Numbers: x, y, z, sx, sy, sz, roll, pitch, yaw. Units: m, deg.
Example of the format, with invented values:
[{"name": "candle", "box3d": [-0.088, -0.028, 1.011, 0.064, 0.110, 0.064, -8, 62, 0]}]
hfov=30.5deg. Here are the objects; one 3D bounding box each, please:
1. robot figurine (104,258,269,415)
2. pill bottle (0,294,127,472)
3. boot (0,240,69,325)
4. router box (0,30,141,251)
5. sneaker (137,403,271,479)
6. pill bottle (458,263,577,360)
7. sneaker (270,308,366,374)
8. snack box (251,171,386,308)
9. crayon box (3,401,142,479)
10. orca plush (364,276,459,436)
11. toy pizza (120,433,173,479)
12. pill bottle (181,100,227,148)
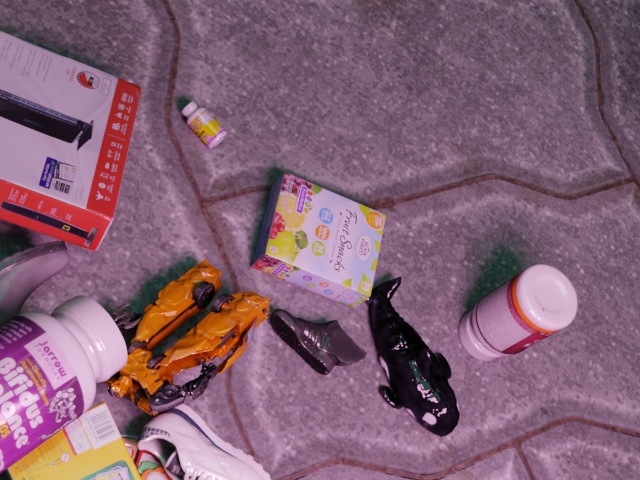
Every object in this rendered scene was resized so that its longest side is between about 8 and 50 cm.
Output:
[{"name": "robot figurine", "box3d": [-0.223, 0.159, 1.845, 0.211, 0.085, 0.291, 30, 52, 25]}, {"name": "pill bottle", "box3d": [-0.417, 0.202, 1.608, 0.301, 0.169, 0.169, -36, 86, -35]}, {"name": "boot", "box3d": [-0.475, 0.162, 1.742, 0.338, 0.118, 0.222, -35, 92, -27]}, {"name": "router box", "box3d": [-0.455, -0.168, 1.847, 0.301, 0.082, 0.335, 20, 41, -18]}, {"name": "sneaker", "box3d": [-0.173, 0.352, 1.790, 0.235, 0.090, 0.095, 35, 30, 5]}, {"name": "pill bottle", "box3d": [0.345, 0.134, 2.085, 0.121, 0.221, 0.121, 11, 63, -22]}, {"name": "sneaker", "box3d": [-0.004, 0.162, 2.002, 0.170, 0.051, 0.089, 47, 55, -6]}, {"name": "snack box", "box3d": [0.000, 0.000, 2.065, 0.207, 0.070, 0.174, 22, 58, -18]}, {"name": "crayon box", "box3d": [-0.327, 0.392, 1.674, 0.165, 0.081, 0.278, -23, 79, -22]}, {"name": "orca plush", "box3d": [0.175, 0.195, 2.043, 0.151, 0.102, 0.287, -4, 69, -28]}, {"name": "toy pizza", "box3d": [-0.294, 0.386, 1.759, 0.201, 0.032, 0.201, 11, 63, -22]}, {"name": "pill bottle", "box3d": [-0.206, -0.205, 2.071, 0.083, 0.043, 0.043, 47, 56, 1]}]
